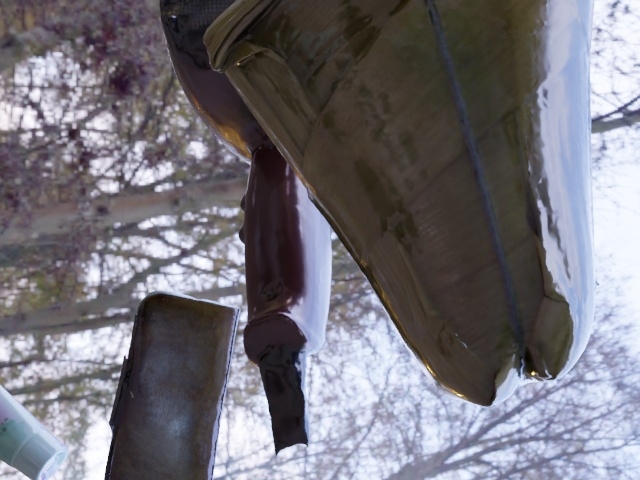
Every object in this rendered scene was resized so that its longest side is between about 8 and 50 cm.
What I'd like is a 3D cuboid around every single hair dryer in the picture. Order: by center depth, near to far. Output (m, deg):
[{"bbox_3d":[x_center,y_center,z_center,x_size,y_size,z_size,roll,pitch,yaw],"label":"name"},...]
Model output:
[{"bbox_3d":[0.000,0.000,0.563,0.123,0.312,0.341,-19,-131,20],"label":"hair dryer"}]

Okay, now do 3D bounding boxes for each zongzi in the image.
[{"bbox_3d":[0.104,-0.076,0.377,0.228,0.256,0.115,57,0,15],"label":"zongzi"}]

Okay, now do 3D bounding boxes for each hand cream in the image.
[{"bbox_3d":[-0.343,0.184,0.857,0.174,0.047,0.076,34,-98,13],"label":"hand cream"}]

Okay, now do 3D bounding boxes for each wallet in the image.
[{"bbox_3d":[-0.180,0.190,0.998,0.031,0.137,0.255,148,-48,-67],"label":"wallet"}]
